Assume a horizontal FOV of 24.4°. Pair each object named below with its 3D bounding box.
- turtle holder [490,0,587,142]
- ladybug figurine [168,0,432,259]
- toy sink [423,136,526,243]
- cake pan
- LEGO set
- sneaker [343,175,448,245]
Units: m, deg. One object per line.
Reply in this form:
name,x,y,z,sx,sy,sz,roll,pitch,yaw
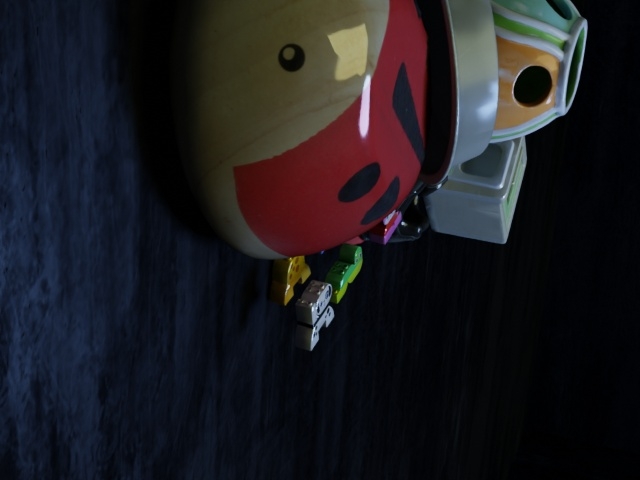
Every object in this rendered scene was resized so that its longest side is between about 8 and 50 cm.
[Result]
turtle holder,0.220,-0.238,1.897,0.320,0.227,0.243,2,99,-74
ladybug figurine,0.000,-0.132,1.304,0.449,0.161,0.305,50,52,-71
toy sink,0.236,-0.116,2.229,0.234,0.131,0.153,68,36,-63
cake pan,0.108,-0.203,1.464,0.293,0.054,0.293,169,-90,-79
LEGO set,0.000,0.000,1.563,0.227,0.087,0.093,-55,150,-42
sneaker,0.084,-0.118,1.677,0.097,0.135,0.276,-43,140,-62
